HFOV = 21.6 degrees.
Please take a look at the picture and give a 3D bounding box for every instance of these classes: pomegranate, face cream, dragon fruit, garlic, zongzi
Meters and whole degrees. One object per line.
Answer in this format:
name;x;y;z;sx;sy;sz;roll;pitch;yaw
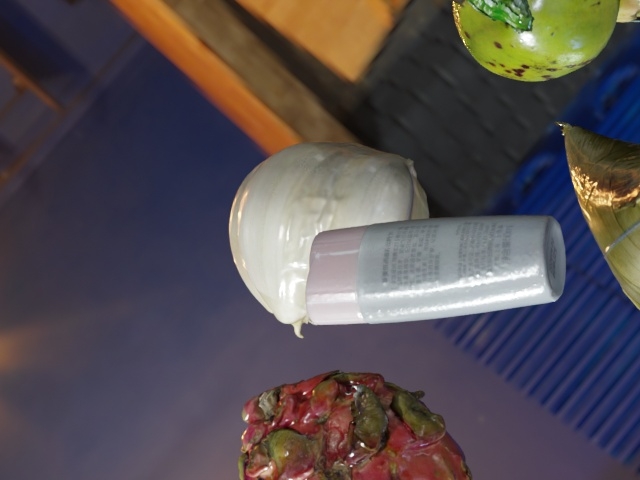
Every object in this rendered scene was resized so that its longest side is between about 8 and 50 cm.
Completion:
pomegranate;0.261;-0.278;1.818;0.198;0.246;0.198;-13;-90;-76
face cream;0.086;0.022;1.290;0.198;0.084;0.057;-5;149;26
dragon fruit;0.036;0.278;1.991;0.291;0.250;0.269;37;170;27
garlic;-0.010;-0.005;1.701;0.184;0.203;0.281;21;173;-31
zongzi;0.275;-0.062;1.423;0.228;0.115;0.256;78;166;-60

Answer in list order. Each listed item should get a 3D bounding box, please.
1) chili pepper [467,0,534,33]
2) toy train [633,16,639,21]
chili pepper;0.093;-0.249;1.299;0.227;0.059;0.088;53;174;12
toy train;0.425;-0.290;2.055;0.207;0.047;0.043;13;133;54
